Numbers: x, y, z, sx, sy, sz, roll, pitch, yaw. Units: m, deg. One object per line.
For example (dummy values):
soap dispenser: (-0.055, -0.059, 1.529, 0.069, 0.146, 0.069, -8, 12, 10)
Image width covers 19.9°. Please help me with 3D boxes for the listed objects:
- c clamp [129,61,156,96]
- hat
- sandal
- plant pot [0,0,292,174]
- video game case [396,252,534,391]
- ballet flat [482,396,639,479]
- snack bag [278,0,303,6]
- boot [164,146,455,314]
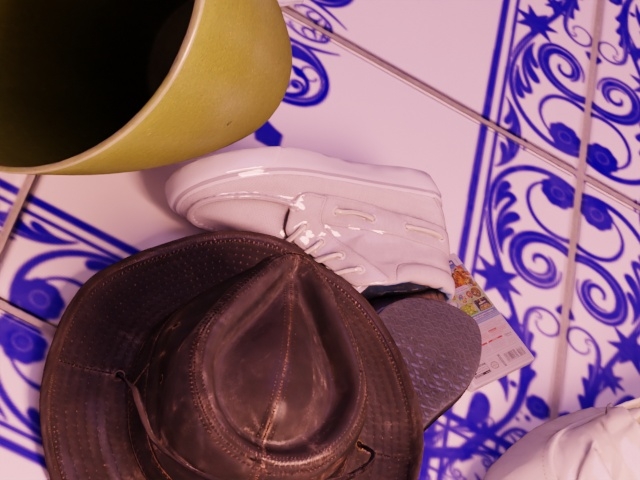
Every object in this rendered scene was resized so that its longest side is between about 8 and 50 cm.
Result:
c clamp: (-0.177, -0.200, 1.598, 0.160, 0.022, 0.137, 27, 57, -22)
hat: (-0.047, 0.098, 1.337, 0.331, 0.134, 0.331, 11, 52, -14)
sandal: (0.049, 0.140, 1.470, 0.097, 0.054, 0.254, 33, 51, 4)
plant pot: (-0.142, -0.167, 1.429, 0.275, 0.274, 0.293, 57, 17, 20)
video game case: (0.125, 0.071, 1.608, 0.087, 0.011, 0.122, -20, 67, -44)
ballet flat: (0.277, 0.177, 1.533, 0.400, 0.139, 0.139, -18, 65, -44)
snack bag: (-0.205, -0.355, 1.730, 0.342, 0.037, 0.323, -4, 57, -38)
boot: (0.000, 0.000, 1.521, 0.258, 0.095, 0.123, 2, 59, -27)
